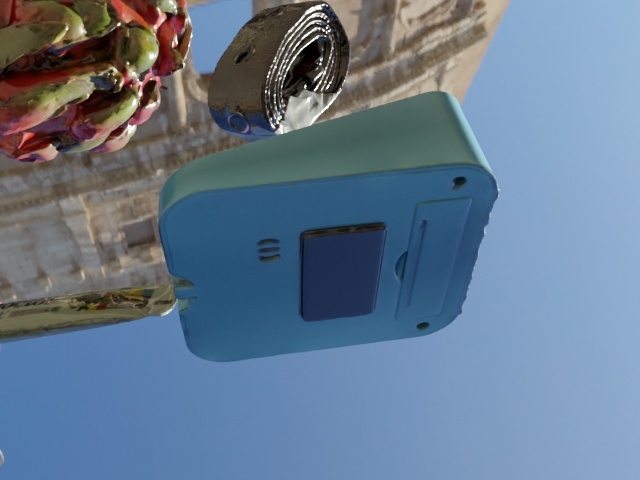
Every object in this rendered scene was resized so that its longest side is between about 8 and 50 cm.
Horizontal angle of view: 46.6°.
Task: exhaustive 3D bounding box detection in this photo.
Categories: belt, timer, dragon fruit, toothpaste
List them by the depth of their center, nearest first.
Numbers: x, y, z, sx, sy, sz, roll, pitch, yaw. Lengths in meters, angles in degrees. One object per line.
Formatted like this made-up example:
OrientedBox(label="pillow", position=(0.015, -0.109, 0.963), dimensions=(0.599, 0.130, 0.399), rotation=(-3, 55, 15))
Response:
OrientedBox(label="timer", position=(0.000, 0.000, 0.613), dimensions=(0.250, 0.232, 0.091), rotation=(-9, -127, -10))
OrientedBox(label="dragon fruit", position=(-0.264, -0.182, 0.677), dimensions=(0.237, 0.231, 0.303), rotation=(50, -133, 6))
OrientedBox(label="toothpaste", position=(-0.258, 0.072, 0.700), dimensions=(0.256, 0.037, 0.067), rotation=(-8, -160, 7))
OrientedBox(label="belt", position=(-0.077, -0.282, 1.266), dimensions=(0.164, 0.184, 0.289), rotation=(5, -134, 33))

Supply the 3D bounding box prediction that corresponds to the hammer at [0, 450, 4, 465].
OrientedBox(label="hammer", position=(-0.339, 0.102, 0.560), dimensions=(0.043, 0.365, 0.111), rotation=(21, -135, 22))
